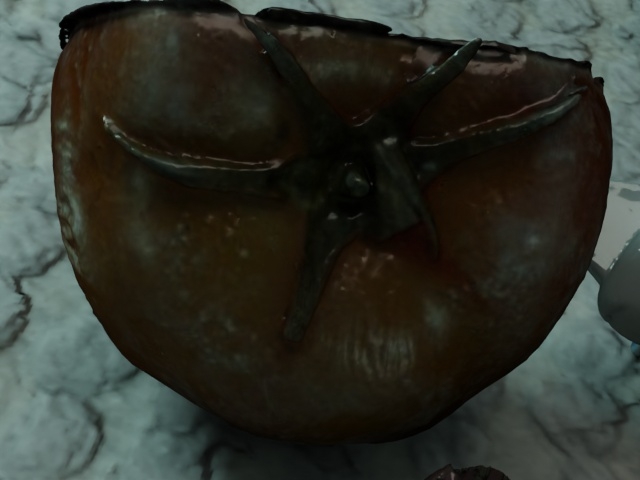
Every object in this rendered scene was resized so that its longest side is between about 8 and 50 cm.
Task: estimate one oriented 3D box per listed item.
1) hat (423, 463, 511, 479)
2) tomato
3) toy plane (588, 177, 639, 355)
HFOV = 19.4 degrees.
[{"bbox_3d":[0.061,0.116,0.695,0.087,0.042,0.058,31,16,-50],"label":"hat"},{"bbox_3d":[0.000,0.000,0.721,0.214,0.155,0.181,5,-2,-9],"label":"tomato"},{"bbox_3d":[0.229,-0.038,0.821,0.267,0.267,0.123,-23,73,-44],"label":"toy plane"}]
